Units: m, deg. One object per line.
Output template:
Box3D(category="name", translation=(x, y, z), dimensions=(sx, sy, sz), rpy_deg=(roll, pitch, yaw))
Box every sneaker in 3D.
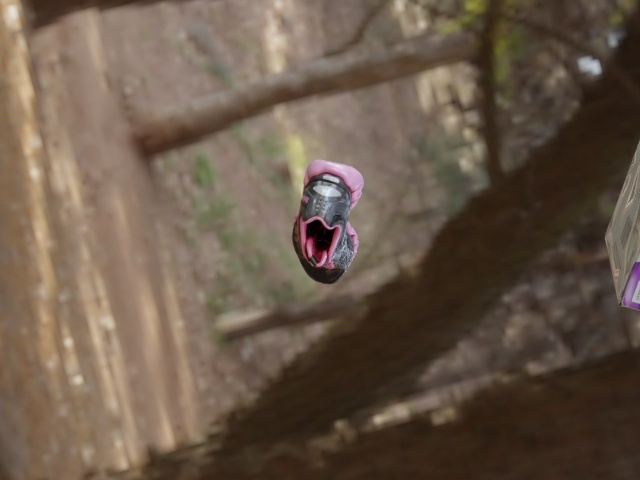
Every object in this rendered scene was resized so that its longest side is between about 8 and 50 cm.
Box3D(category="sneaker", translation=(0.000, 0.000, 1.189), dimensions=(0.119, 0.047, 0.057), rpy_deg=(91, 11, -55))

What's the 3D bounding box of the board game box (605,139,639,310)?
Box3D(category="board game box", translation=(0.367, -0.002, 1.321), dimensions=(0.144, 0.275, 0.142), rpy_deg=(-80, -174, -68))
